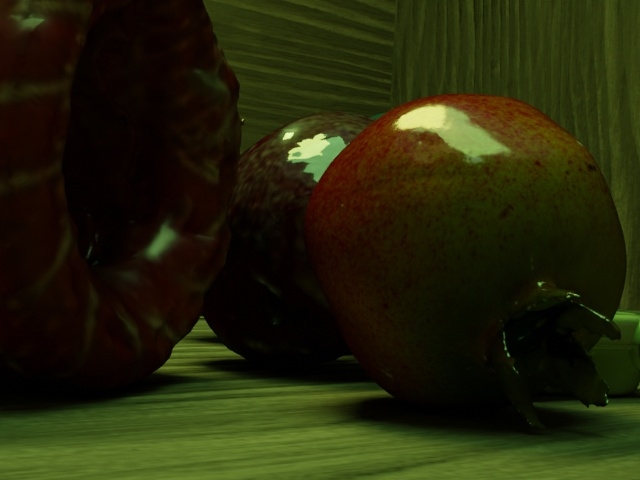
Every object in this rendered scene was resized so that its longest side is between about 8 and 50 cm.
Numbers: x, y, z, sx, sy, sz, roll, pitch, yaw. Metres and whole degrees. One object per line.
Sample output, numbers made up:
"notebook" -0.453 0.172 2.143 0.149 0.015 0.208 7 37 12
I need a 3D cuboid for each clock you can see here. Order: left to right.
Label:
"clock" 0.208 0.093 0.977 0.232 0.069 0.170 5 -2 -30

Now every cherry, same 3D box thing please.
"cherry" 0.001 -0.007 1.025 0.230 0.203 0.300 -39 11 43

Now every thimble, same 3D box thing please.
"thimble" -0.216 -0.063 0.810 0.230 0.350 0.350 2 -1 17

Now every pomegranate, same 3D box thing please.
"pomegranate" 0.107 0.017 0.767 0.221 0.221 0.257 4 34 -30

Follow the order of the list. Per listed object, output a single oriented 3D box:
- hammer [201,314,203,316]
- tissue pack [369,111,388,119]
"hammer" -0.238 0.090 1.609 0.365 0.043 0.111 5 -2 -30
"tissue pack" 0.000 0.000 1.273 0.287 0.206 0.198 -21 12 24
